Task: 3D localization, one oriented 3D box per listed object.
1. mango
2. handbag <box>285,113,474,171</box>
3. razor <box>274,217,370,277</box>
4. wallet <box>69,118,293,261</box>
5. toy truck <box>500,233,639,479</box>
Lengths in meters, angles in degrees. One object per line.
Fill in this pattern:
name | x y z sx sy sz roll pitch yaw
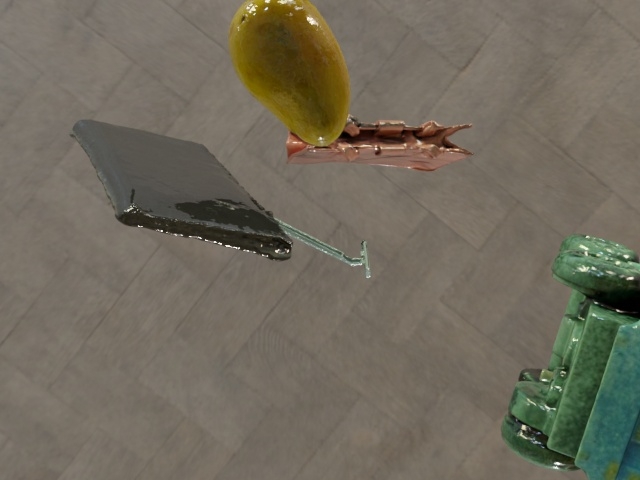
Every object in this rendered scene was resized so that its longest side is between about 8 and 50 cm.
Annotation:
mango | -0.026 -0.167 0.923 0.103 0.076 0.161 -36 108 -14
handbag | 0.069 -0.122 1.189 0.212 0.157 0.059 0 91 -15
razor | -0.004 0.005 1.719 0.211 0.084 0.036 21 123 -16
wallet | -0.135 -0.055 0.846 0.146 0.285 0.030 8 108 -26
toy truck | 0.237 0.093 0.719 0.156 0.279 0.155 18 100 15
